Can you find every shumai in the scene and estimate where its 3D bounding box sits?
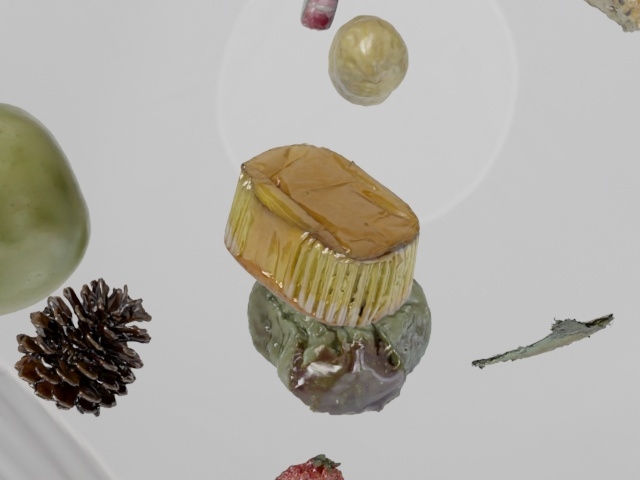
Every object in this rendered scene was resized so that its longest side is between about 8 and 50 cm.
[{"bbox_3d":[0.038,0.207,2.446,0.397,0.324,0.323,16,-158,-5],"label":"shumai"}]

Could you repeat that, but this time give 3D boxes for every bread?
[{"bbox_3d":[0.000,0.000,1.661,0.288,0.156,0.204,34,-141,28],"label":"bread"}]

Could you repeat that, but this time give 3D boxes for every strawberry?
[{"bbox_3d":[-0.027,0.407,1.956,0.104,0.152,0.048,35,-159,-37],"label":"strawberry"}]

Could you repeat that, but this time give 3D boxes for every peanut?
[{"bbox_3d":[0.076,-0.304,1.982,0.148,0.147,0.319,51,-178,0],"label":"peanut"}]

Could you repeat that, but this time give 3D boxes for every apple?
[{"bbox_3d":[-0.554,-0.046,1.930,0.357,0.357,0.357,49,-169,-12],"label":"apple"}]

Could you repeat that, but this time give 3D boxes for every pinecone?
[{"bbox_3d":[-0.291,0.125,1.520,0.163,0.165,0.163,39,-169,-9],"label":"pinecone"}]

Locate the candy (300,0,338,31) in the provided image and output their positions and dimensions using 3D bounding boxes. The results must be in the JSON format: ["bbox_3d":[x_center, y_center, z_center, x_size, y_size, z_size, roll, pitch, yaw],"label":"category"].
[{"bbox_3d":[0.003,-0.331,1.597,0.043,0.103,0.103,14,-163,-6],"label":"candy"}]

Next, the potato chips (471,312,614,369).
[{"bbox_3d":[0.335,0.143,1.739,0.202,0.220,0.029,-6,-107,-33],"label":"potato chips"}]

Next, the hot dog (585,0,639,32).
[{"bbox_3d":[0.524,-0.593,1.981,0.367,0.365,0.196,34,-176,-29],"label":"hot dog"}]
